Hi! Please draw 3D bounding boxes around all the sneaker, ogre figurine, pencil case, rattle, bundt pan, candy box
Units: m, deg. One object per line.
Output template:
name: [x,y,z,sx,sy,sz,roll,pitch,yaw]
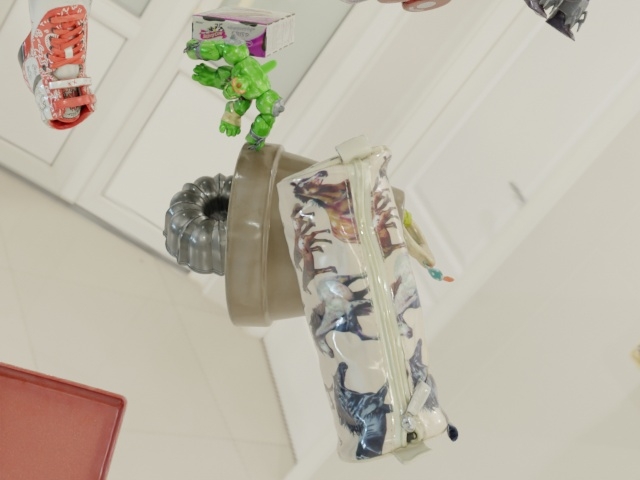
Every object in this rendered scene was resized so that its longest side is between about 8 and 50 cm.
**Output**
sneaker: [-0.345,-0.259,1.152,0.090,0.270,0.145,-17,75,-33]
ogre figurine: [-0.128,-0.245,1.325,0.096,0.118,0.197,-17,86,-40]
pencil case: [0.058,0.078,1.094,0.159,0.183,0.411,-13,91,-28]
rattle: [0.179,0.038,1.836,0.200,0.142,0.130,59,4,4]
bundt pan: [-0.276,-0.065,2.321,0.330,0.124,0.331,1,46,-1]
candy box: [-0.156,-0.439,1.755,0.159,0.071,0.233,9,21,9]

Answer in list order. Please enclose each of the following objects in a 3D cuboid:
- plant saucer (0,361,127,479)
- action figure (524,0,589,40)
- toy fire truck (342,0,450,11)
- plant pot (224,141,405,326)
plant saucer: [-0.430,0.329,1.257,0.258,0.259,0.048,13,-8,11]
action figure: [0.524,-0.534,1.601,0.185,0.285,0.099,25,21,-33]
toy fire truck: [0.094,-0.515,1.592,0.302,0.253,0.170,-12,92,-61]
plant pot: [0.000,0.000,1.454,0.280,0.323,0.323,5,22,4]
